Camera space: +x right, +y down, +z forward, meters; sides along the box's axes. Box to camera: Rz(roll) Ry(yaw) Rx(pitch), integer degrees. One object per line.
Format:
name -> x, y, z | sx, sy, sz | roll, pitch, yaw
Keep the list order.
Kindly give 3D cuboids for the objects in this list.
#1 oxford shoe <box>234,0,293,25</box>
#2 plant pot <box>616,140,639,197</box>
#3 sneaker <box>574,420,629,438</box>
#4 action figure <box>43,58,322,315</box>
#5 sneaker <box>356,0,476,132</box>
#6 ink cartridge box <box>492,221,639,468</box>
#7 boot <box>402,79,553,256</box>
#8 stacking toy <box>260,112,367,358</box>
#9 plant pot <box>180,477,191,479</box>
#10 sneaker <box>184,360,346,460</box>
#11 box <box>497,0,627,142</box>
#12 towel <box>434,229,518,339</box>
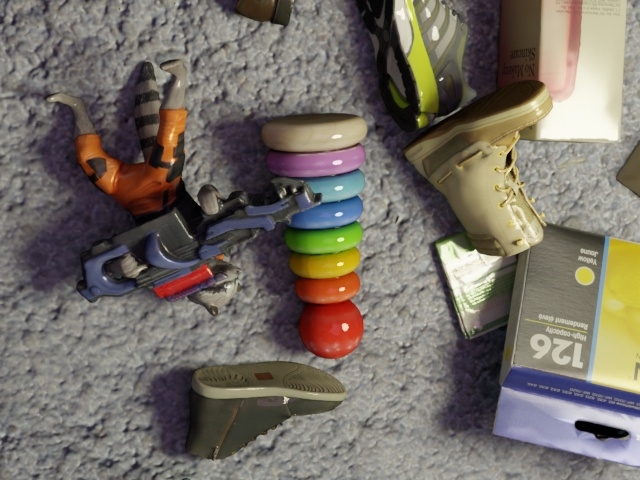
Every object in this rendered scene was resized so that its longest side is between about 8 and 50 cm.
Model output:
oxford shoe -> -0.073, -0.401, 1.441 | 0.096, 0.083, 0.227 | 6, 93, -10
plant pot -> 0.519, -0.102, 1.608 | 0.109, 0.096, 0.109 | 34, 88, -14
sneaker -> 0.457, 0.229, 1.616 | 0.302, 0.121, 0.108 | -19, 100, -11
action figure -> -0.162, -0.067, 1.412 | 0.341, 0.178, 0.330 | -14, 105, 13
sneaker -> 0.130, -0.304, 1.501 | 0.121, 0.111, 0.299 | -17, 102, -28
ink cartridge box -> 0.412, 0.148, 1.536 | 0.304, 0.072, 0.307 | 13, 68, -1
boot -> 0.246, -0.087, 1.459 | 0.095, 0.262, 0.203 | -41, 100, -36
stacking toy -> 0.000, 0.000, 1.487 | 0.141, 0.141, 0.330 | -6, 104, -13
plant pot -> -0.144, 0.458, 1.434 | 0.255, 0.271, 0.271 | 42, 85, 0
sneaker -> -0.079, 0.235, 1.521 | 0.222, 0.083, 0.118 | 4, 114, -21
box -> 0.327, -0.251, 1.518 | 0.127, 0.148, 0.232 | 0, 96, -14
towel -> 0.235, 0.054, 1.598 | 0.113, 0.023, 0.152 | -21, 98, -13
